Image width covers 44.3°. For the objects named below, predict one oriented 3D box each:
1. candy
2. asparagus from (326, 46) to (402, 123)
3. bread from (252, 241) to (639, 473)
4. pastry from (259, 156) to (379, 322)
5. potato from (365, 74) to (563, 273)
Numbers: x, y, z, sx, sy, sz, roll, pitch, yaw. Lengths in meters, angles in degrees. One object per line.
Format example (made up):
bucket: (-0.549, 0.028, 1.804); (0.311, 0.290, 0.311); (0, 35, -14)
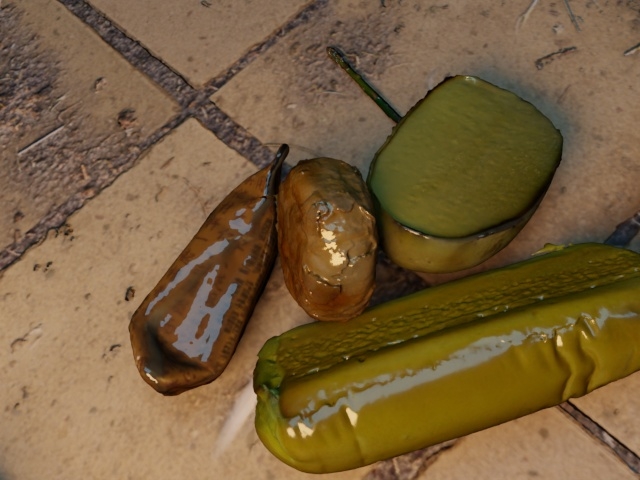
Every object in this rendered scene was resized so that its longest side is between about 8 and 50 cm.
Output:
candy: (-0.101, 0.033, 0.796); (0.101, 0.143, 0.271); (28, 70, -1)
asparagus: (0.053, -0.190, 0.962); (0.013, 0.016, 0.166); (-41, 61, 3)
bread: (0.126, 0.108, 0.709); (0.383, 0.112, 0.166); (-18, 20, -1)
pastry: (0.005, 0.000, 0.716); (0.081, 0.153, 0.153); (-7, 55, -24)
potato: (0.138, -0.050, 0.797); (0.160, 0.111, 0.271); (26, 46, 13)
